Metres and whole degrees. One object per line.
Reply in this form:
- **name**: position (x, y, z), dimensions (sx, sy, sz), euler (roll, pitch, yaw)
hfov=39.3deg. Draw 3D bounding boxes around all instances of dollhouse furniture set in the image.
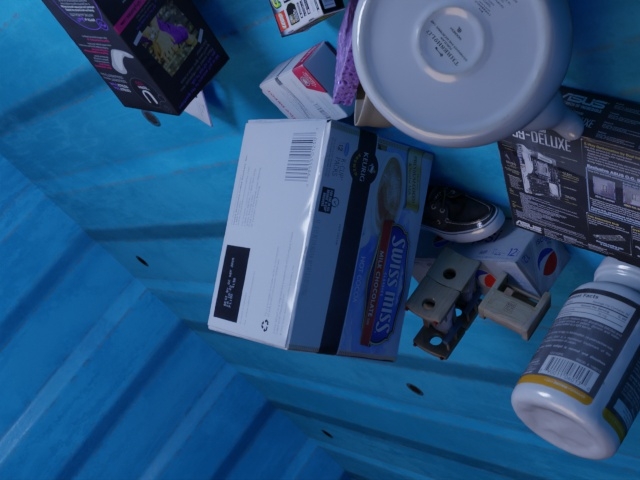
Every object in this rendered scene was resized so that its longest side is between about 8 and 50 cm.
- **dollhouse furniture set**: position (0.246, 0.126, 1.403), dimensions (0.184, 0.129, 0.129), euler (26, 155, 28)

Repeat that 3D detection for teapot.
- **teapot**: position (0.163, -0.231, 1.009), dimensions (0.253, 0.187, 0.256), euler (3, 106, 21)

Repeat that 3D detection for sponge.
- **sponge**: position (0.048, -0.277, 1.178), dimensions (0.031, 0.117, 0.210), euler (8, 158, -5)

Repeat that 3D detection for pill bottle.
- **pill bottle**: position (0.407, 0.160, 1.291), dimensions (0.162, 0.278, 0.162), euler (32, 157, 15)

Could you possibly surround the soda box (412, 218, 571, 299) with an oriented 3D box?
- **soda box**: position (0.264, 0.027, 1.487), dimensions (0.091, 0.098, 0.286), euler (49, 155, -24)

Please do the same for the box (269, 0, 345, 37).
- **box**: position (-0.044, -0.369, 1.116), dimensions (0.114, 0.036, 0.207), euler (-5, 106, 61)

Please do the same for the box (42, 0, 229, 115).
- **box**: position (-0.298, -0.347, 1.416), dimensions (0.165, 0.143, 0.270), euler (17, 151, 42)

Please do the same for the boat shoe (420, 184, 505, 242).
- **boat shoe**: position (0.196, -0.058, 1.461), dimensions (0.228, 0.080, 0.076), euler (19, 155, 54)

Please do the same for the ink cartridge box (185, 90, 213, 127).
- **ink cartridge box**: position (-0.288, -0.327, 1.684), dimensions (0.208, 0.045, 0.206), euler (31, 157, 19)

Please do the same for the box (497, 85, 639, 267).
- **box**: position (0.382, -0.069, 1.143), dimensions (0.307, 0.076, 0.242), euler (22, 154, 33)

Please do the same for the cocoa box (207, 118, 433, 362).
- **cocoa box**: position (0.000, 0.000, 1.427), dimensions (0.228, 0.347, 0.231), euler (12, 177, -38)

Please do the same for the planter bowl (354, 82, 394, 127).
- **planter bowl**: position (0.112, -0.220, 1.172), dimensions (0.109, 0.162, 0.162), euler (11, 158, -4)

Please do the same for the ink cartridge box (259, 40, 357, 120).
- **ink cartridge box**: position (-0.012, -0.240, 1.415), dimensions (0.109, 0.063, 0.150), euler (45, 158, -20)
